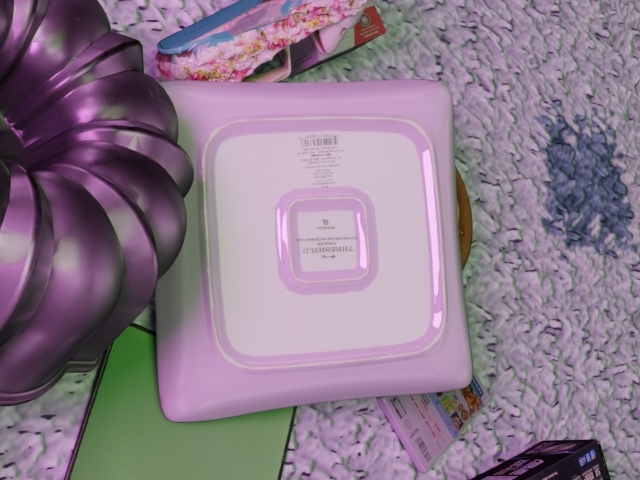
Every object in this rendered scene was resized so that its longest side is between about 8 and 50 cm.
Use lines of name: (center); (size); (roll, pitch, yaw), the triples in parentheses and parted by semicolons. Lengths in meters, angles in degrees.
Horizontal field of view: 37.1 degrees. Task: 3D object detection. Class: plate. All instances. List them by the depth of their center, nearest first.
plate: (0.000, 0.000, 0.790); (0.277, 0.045, 0.278); (-3, 87, -17)

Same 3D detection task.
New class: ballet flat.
ballet flat: (-0.031, -0.186, 0.834); (0.241, 0.091, 0.077); (-28, 121, -4)

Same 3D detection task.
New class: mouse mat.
mouse mat: (-0.106, 0.165, 0.773); (0.189, 0.007, 0.153); (29, 63, -31)

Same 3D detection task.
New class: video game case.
video game case: (0.115, 0.157, 0.945); (0.122, 0.011, 0.087); (-37, 102, -38)

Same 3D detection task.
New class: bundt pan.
bundt pan: (-0.214, -0.069, 0.605); (0.331, 0.124, 0.331); (32, 42, -33)

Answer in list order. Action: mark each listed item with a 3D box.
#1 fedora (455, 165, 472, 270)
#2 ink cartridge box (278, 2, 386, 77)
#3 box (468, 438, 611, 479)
fedora: (0.051, -0.019, 0.891); (0.194, 0.079, 0.194); (6, 78, -31)
ink cartridge box: (-0.011, -0.239, 0.916); (0.099, 0.056, 0.135); (-31, 98, -38)
box: (0.216, 0.295, 0.947); (0.180, 0.077, 0.147); (-13, 87, -40)
